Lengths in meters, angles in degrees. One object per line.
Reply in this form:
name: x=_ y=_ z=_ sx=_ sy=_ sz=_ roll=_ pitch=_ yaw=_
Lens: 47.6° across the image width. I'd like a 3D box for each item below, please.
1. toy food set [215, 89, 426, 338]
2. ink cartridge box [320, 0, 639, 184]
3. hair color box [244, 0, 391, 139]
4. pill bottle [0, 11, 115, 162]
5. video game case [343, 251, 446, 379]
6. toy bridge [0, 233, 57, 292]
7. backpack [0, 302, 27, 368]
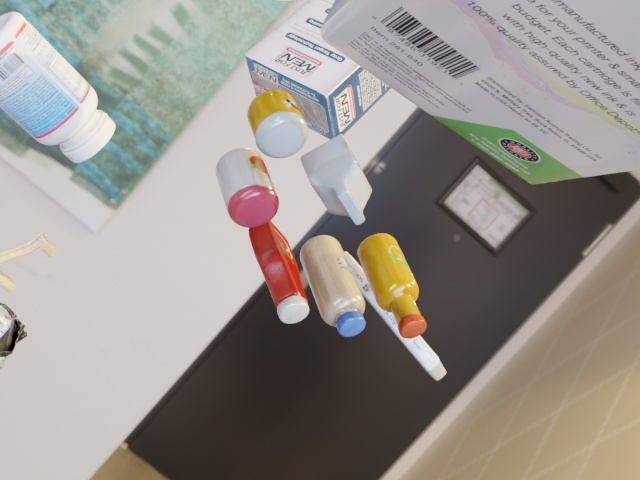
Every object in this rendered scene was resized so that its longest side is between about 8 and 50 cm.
toy food set: x=0.000 y=0.000 z=0.582 sx=0.232 sy=0.111 sz=0.104 roll=56 pitch=9 yaw=-46
ink cartridge box: x=0.150 y=-0.138 z=0.397 sx=0.201 sy=0.117 sz=0.278 roll=31 pitch=-11 yaw=-17
hair color box: x=0.062 y=-0.331 z=1.178 sx=0.174 sy=0.347 sz=0.105 roll=32 pitch=-25 yaw=28
pill bottle: x=-0.305 y=-0.163 z=0.797 sx=0.160 sy=0.087 sz=0.087 roll=50 pitch=-2 yaw=-36
video game case: x=0.079 y=0.085 z=0.772 sx=0.143 sy=0.019 sz=0.157 roll=50 pitch=0 yaw=19
toy bridge: x=-0.485 y=0.055 z=1.093 sx=0.026 sy=0.188 sz=0.063 roll=40 pitch=-11 yaw=33
backpack: x=-0.380 y=0.115 z=0.716 sx=0.117 sy=0.158 sz=0.173 roll=41 pitch=-16 yaw=-15
